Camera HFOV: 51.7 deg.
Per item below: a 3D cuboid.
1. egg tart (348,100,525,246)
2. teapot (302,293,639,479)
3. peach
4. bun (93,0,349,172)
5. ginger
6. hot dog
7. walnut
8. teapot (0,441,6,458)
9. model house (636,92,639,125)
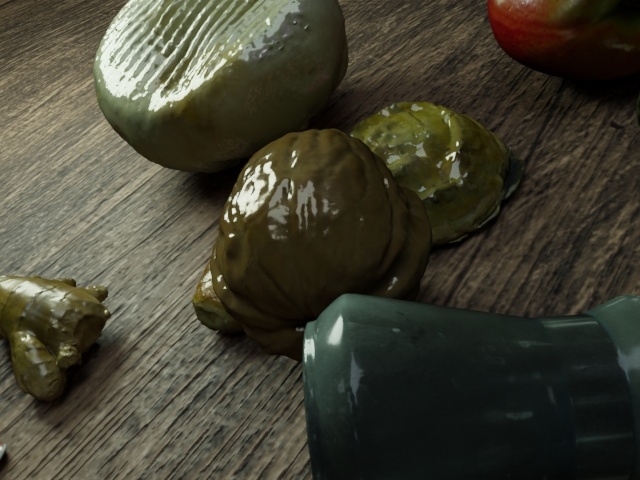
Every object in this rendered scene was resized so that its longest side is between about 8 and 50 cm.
[{"bbox_3d":[0.104,-0.088,0.752,0.252,0.098,0.232,-18,40,-7],"label":"egg tart"},{"bbox_3d":[0.109,0.110,0.456,0.225,0.171,0.203,-6,7,4],"label":"teapot"},{"bbox_3d":[0.331,-0.329,0.841,0.245,0.248,0.275,-35,30,15],"label":"peach"},{"bbox_3d":[-0.131,-0.242,0.935,0.365,0.219,0.365,-13,52,17],"label":"bun"},{"bbox_3d":[-0.300,0.078,0.708,0.205,0.081,0.115,33,91,37],"label":"ginger"},{"bbox_3d":[-0.063,-0.012,0.748,0.087,0.061,0.286,6,43,11],"label":"hot dog"},{"bbox_3d":[0.000,0.000,0.591,0.213,0.213,0.213,-11,37,9],"label":"walnut"},{"bbox_3d":[-0.421,0.189,0.610,0.245,0.116,0.159,-8,49,21],"label":"teapot"},{"bbox_3d":[0.427,-0.126,0.597,0.193,0.175,0.234,-10,34,9],"label":"model house"}]
